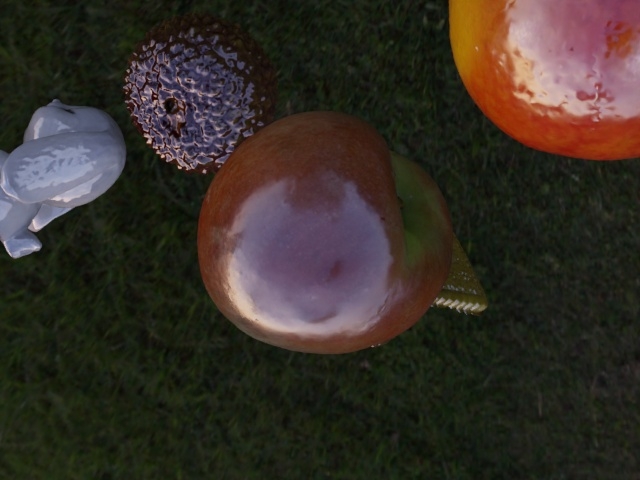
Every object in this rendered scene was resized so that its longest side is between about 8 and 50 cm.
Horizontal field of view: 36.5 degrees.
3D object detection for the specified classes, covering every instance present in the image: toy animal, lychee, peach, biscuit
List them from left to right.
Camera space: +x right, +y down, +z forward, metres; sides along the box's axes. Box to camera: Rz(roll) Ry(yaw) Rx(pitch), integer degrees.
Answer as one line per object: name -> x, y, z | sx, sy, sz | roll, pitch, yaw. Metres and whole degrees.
toy animal -> -0.444, -0.114, 1.602 | 0.265, 0.272, 0.206 | -31, 85, -17
lychee -> -0.172, -0.236, 1.528 | 0.271, 0.271, 0.271 | 4, 119, 8
peach -> 0.000, 0.000, 0.959 | 0.252, 0.252, 0.252 | 4, 119, 8
biscuit -> 0.133, 0.015, 1.332 | 0.029, 0.172, 0.254 | -40, 148, 28
peach -> 0.224, -0.194, 0.743 | 0.281, 0.238, 0.281 | 37, 157, 19

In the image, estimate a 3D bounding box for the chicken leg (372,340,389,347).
chicken leg -> 0.110, 0.111, 1.692 | 0.107, 0.087, 0.251 | -23, 159, -17
